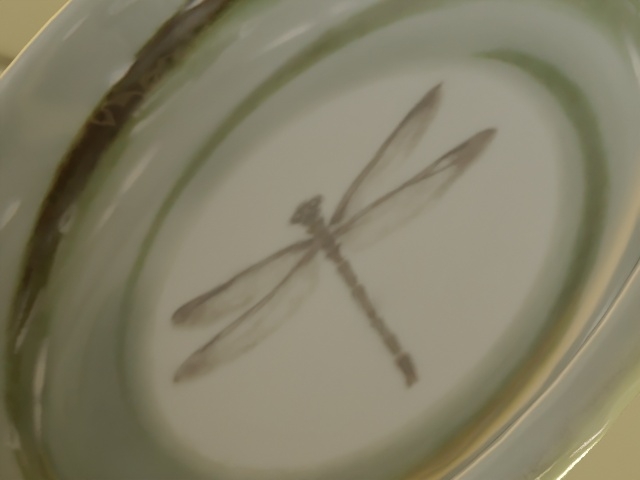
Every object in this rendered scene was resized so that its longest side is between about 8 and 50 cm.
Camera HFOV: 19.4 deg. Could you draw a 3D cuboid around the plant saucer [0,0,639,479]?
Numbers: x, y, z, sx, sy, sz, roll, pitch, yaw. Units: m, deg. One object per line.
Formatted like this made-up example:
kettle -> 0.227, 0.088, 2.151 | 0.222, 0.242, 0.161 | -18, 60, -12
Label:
plant saucer -> 0.000, 0.000, 0.718 | 0.100, 0.400, 0.400 | 46, -162, -37
